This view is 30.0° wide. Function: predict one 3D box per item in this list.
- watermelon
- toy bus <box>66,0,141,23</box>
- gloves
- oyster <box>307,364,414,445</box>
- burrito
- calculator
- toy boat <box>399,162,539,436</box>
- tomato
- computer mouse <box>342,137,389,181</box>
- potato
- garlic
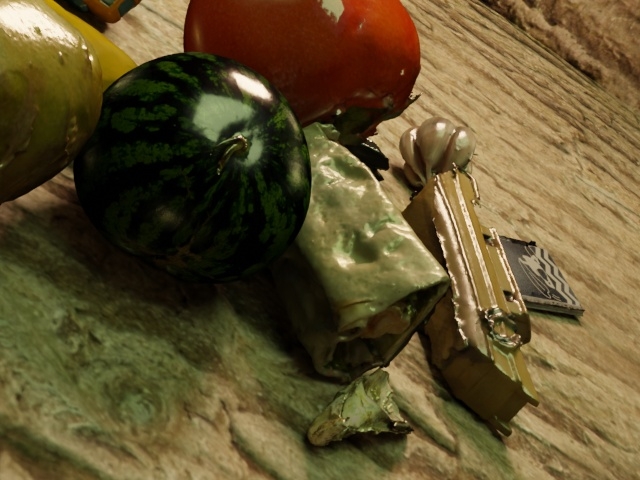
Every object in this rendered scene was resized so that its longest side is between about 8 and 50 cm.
[{"bbox_3d":[-0.136,-0.080,1.324,0.269,0.269,0.269,31,26,-17],"label":"watermelon"},{"bbox_3d":[-0.336,-0.408,1.714,0.209,0.136,0.126,36,-4,-6],"label":"toy bus"},{"bbox_3d":[-0.310,-0.235,1.544,0.294,0.116,0.133,43,-4,29],"label":"gloves"},{"bbox_3d":[0.046,0.190,1.353,0.200,0.061,0.106,25,38,-51],"label":"oyster"},{"bbox_3d":[-0.003,0.002,1.447,0.135,0.190,0.332,-1,42,-38],"label":"burrito"},{"bbox_3d":[0.326,0.052,1.983,0.274,0.028,0.166,11,40,-42],"label":"calculator"},{"bbox_3d":[0.212,0.078,1.685,0.162,0.136,0.445,21,35,-25],"label":"toy boat"},{"bbox_3d":[-0.032,-0.262,1.637,0.341,0.341,0.273,-9,72,-58],"label":"tomato"},{"bbox_3d":[0.045,-0.135,1.858,0.135,0.079,0.047,34,44,6],"label":"computer mouse"},{"bbox_3d":[-0.324,-0.124,1.149,0.196,0.246,0.300,31,32,-10],"label":"potato"},{"bbox_3d":[0.186,-0.124,2.004,0.131,0.127,0.194,15,49,20],"label":"garlic"}]
